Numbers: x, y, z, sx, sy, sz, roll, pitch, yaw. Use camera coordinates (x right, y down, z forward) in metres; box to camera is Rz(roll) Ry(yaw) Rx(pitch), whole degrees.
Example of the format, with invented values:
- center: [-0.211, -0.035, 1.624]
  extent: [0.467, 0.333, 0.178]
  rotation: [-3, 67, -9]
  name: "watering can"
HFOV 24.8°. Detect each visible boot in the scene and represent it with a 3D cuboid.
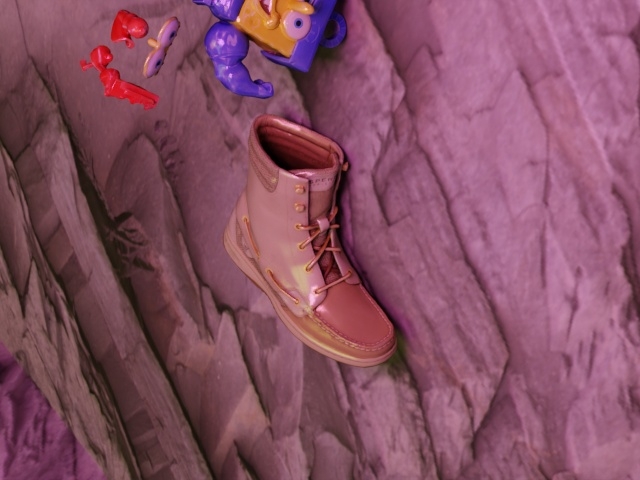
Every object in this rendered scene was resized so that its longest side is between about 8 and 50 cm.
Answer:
- center: [0.000, 0.000, 1.619]
  extent: [0.262, 0.095, 0.203]
  rotation: [45, 143, 26]
  name: "boot"

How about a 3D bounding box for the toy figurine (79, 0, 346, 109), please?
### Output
- center: [-0.062, -0.275, 1.460]
  extent: [0.191, 0.217, 0.363]
  rotation: [20, 88, 60]
  name: "toy figurine"
